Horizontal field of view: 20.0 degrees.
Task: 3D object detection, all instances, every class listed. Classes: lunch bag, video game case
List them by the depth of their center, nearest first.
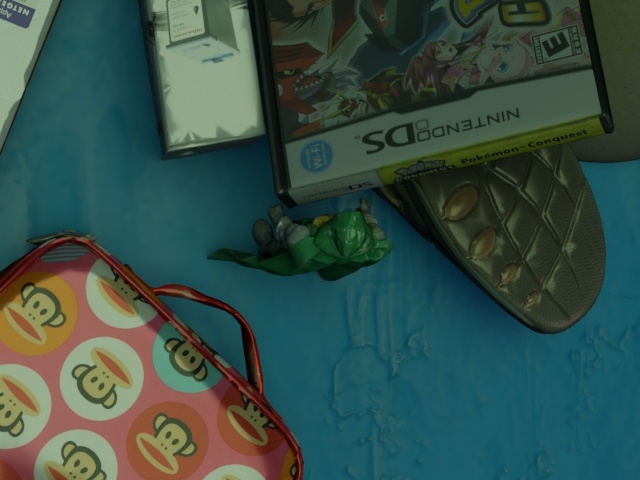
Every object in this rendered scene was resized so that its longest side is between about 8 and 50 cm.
[{"bbox_3d":[0.072,-0.179,1.355,0.248,0.035,0.275,-13,68,14],"label":"video game case"},{"bbox_3d":[-0.162,0.139,1.415,0.258,0.120,0.293,-44,97,-11],"label":"lunch bag"}]

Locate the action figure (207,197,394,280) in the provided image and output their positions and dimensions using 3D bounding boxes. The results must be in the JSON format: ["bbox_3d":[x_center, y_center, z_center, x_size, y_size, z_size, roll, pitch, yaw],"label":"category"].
[{"bbox_3d":[0.000,0.000,1.398,0.137,0.232,0.063,-2,89,-14],"label":"action figure"}]

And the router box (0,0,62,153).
[{"bbox_3d":[-0.377,-0.185,1.392,0.335,0.082,0.301,21,84,-12],"label":"router box"}]

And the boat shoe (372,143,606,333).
[{"bbox_3d":[0.100,-0.078,1.478,0.132,0.130,0.355,-35,91,-15],"label":"boat shoe"}]

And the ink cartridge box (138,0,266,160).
[{"bbox_3d":[-0.099,-0.165,1.424,0.082,0.139,0.190,-10,91,-7],"label":"ink cartridge box"}]

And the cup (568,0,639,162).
[{"bbox_3d":[0.269,-0.236,1.465,0.331,0.237,0.331,0,88,-13],"label":"cup"}]
